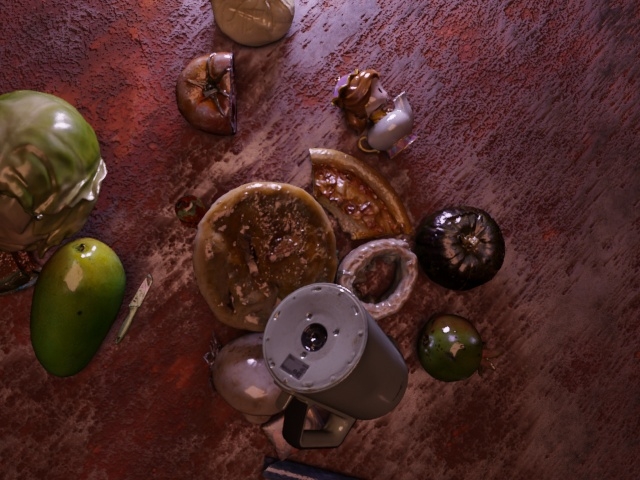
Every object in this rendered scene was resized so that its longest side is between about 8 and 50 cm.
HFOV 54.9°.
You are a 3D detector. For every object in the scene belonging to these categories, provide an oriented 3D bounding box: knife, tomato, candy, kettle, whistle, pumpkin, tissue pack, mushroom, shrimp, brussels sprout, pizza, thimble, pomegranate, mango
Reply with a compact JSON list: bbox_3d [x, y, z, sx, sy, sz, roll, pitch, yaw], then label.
[{"bbox_3d":[-0.501,0.184,1.647,0.030,0.014,0.207,27,86,-4],"label":"knife"},{"bbox_3d":[-0.293,-0.376,1.591,0.155,0.181,0.213,-2,85,1],"label":"tomato"},{"bbox_3d":[-0.295,0.009,1.640,0.078,0.084,0.287,-29,99,-8],"label":"candy"},{"bbox_3d":[0.032,0.332,1.474,0.250,0.376,0.361,20,74,33],"label":"kettle"},{"bbox_3d":[-0.006,0.643,1.655,0.305,0.062,0.062,16,88,-4],"label":"whistle"},{"bbox_3d":[0.375,0.021,1.641,0.238,0.159,0.237,0,85,-2],"label":"pumpkin"},{"bbox_3d":[-0.069,0.502,1.651,0.148,0.060,0.108,-29,90,-5],"label":"tissue pack"},{"bbox_3d":[-0.162,0.366,1.586,0.244,0.243,0.243,0,89,-4],"label":"mushroom"},{"bbox_3d":[-0.278,0.319,1.640,0.065,0.056,0.165,-13,87,2],"label":"shrimp"},{"bbox_3d":[-0.708,-0.179,1.482,0.426,0.342,0.360,-2,50,28],"label":"brussels sprout"},{"bbox_3d":[0.098,-0.116,1.664,0.365,0.074,0.182,45,78,-2],"label":"pizza"},{"bbox_3d":[0.149,0.103,1.631,0.229,0.148,0.195,-29,92,-2],"label":"thimble"},{"bbox_3d":[0.369,0.292,1.641,0.224,0.181,0.181,14,88,-25],"label":"pomegranate"},{"bbox_3d":[-0.608,0.171,1.542,0.201,0.225,0.381,17,107,0],"label":"mango"}]

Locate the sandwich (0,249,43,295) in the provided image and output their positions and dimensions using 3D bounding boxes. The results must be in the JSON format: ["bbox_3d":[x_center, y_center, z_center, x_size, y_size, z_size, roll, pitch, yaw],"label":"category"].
[{"bbox_3d":[-0.829,0.074,1.589,0.235,0.079,0.159,12,88,-4],"label":"sandwich"}]

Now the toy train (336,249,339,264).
[{"bbox_3d":[0.000,0.000,1.639,0.071,0.111,0.170,-21,90,0],"label":"toy train"}]

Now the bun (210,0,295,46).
[{"bbox_3d":[-0.178,-0.632,1.619,0.230,0.145,0.229,0,88,-8],"label":"bun"}]

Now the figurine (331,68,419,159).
[{"bbox_3d":[0.142,-0.345,1.641,0.189,0.142,0.263,-39,92,19],"label":"figurine"}]

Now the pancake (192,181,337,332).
[{"bbox_3d":[-0.128,0.043,1.508,0.387,0.082,0.386,-1,94,-19],"label":"pancake"}]
